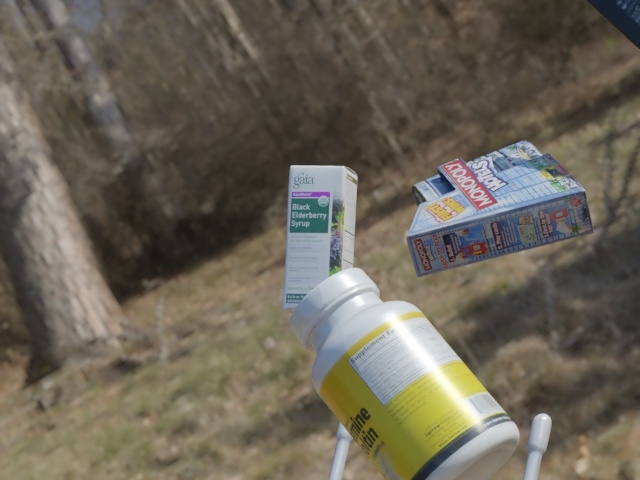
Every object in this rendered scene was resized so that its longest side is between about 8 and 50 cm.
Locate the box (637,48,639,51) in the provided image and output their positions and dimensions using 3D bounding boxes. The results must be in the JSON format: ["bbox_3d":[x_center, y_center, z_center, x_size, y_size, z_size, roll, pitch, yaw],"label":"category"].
[{"bbox_3d":[0.468,-0.309,1.956,0.183,0.056,0.231,-45,-26,11],"label":"box"}]

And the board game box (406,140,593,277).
[{"bbox_3d":[0.175,-0.039,1.732,0.194,0.060,0.194,-21,31,-6],"label":"board game box"}]

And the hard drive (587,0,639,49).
[{"bbox_3d":[0.344,-0.277,1.689,0.022,0.135,0.094,9,-56,-42],"label":"hard drive"}]

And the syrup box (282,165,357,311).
[{"bbox_3d":[0.000,0.000,2.497,0.093,0.236,0.096,1,-7,16],"label":"syrup box"}]

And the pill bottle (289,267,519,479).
[{"bbox_3d":[0.059,0.112,1.180,0.103,0.184,0.103,-33,-24,-16],"label":"pill bottle"}]

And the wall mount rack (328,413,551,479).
[{"bbox_3d":[0.062,0.274,1.372,0.350,0.130,0.304,0,22,29],"label":"wall mount rack"}]
